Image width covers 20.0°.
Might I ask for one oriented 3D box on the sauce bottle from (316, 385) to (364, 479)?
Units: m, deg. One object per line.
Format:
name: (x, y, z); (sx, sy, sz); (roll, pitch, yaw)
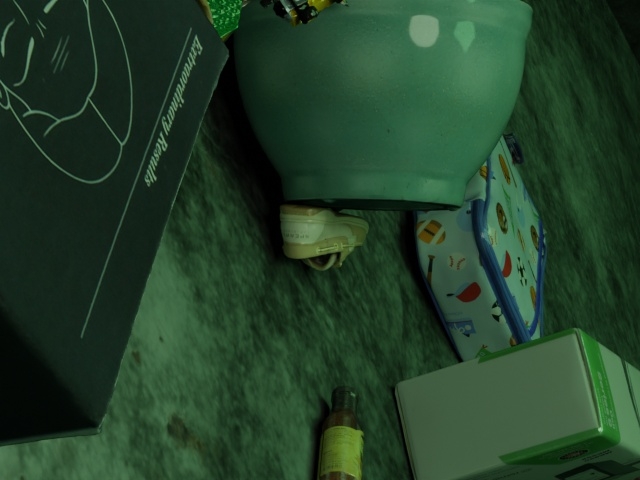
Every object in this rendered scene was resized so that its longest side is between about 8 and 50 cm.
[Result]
sauce bottle: (0.020, 0.186, 1.662); (0.042, 0.042, 0.128); (56, 26, -34)

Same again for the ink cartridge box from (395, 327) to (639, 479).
ink cartridge box: (0.238, 0.205, 1.959); (0.289, 0.211, 0.121); (30, 44, -60)

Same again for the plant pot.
plant pot: (0.053, -0.127, 1.742); (0.293, 0.293, 0.196); (8, 85, -68)

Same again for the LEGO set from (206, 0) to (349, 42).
LEGO set: (-0.124, -0.290, 1.525); (0.331, 0.255, 0.192); (48, -22, -3)

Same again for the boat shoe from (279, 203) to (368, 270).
boat shoe: (0.000, 0.000, 1.771); (0.170, 0.063, 0.059); (12, 84, -67)

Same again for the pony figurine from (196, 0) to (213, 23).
pony figurine: (-0.161, -0.304, 1.239); (0.351, 0.303, 0.363); (-7, 90, -72)

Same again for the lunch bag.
lunch bag: (0.203, 0.003, 2.202); (0.243, 0.115, 0.303); (62, 23, -27)

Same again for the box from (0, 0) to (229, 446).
box: (-0.253, -0.120, 0.924); (0.395, 0.212, 0.293); (57, 33, -37)
